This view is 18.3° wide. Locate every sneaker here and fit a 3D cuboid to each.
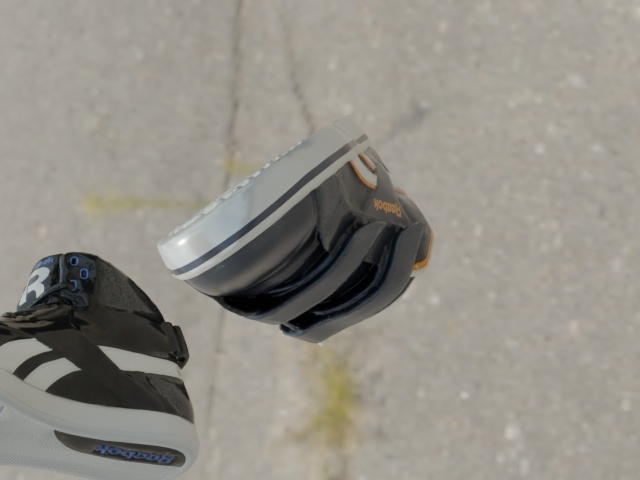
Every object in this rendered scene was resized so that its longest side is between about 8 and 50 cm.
[{"bbox_3d":[0.000,0.000,1.290,0.126,0.321,0.127,-33,91,18],"label":"sneaker"},{"bbox_3d":[-0.166,0.054,1.046,0.079,0.217,0.121,-39,47,33],"label":"sneaker"}]
